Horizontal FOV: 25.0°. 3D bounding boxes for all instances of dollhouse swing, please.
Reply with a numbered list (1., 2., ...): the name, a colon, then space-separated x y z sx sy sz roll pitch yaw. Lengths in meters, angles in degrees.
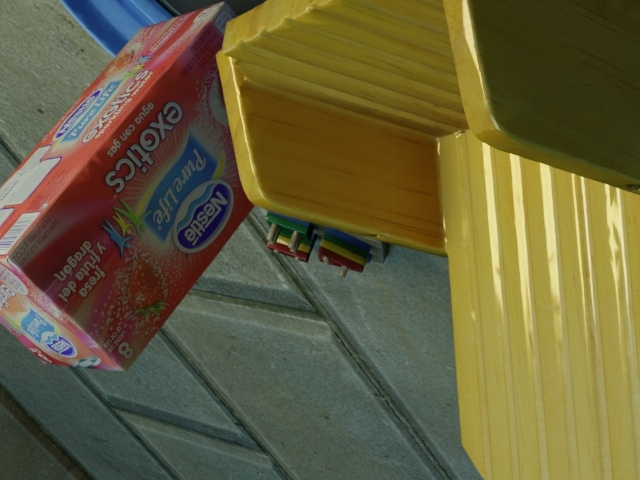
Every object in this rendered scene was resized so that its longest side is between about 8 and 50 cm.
1. dollhouse swing: 0.093 0.013 1.001 0.315 0.305 0.347 14 170 -26

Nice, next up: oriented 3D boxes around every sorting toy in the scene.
1. sorting toy: 0.000 0.000 1.519 0.132 0.046 0.274 20 171 7

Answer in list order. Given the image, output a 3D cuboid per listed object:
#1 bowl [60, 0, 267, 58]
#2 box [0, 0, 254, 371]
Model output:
1. bowl: -0.100 -0.242 1.266 0.391 0.077 0.391 29 154 16
2. box: -0.160 -0.045 1.238 0.142 0.300 0.154 49 152 -25
